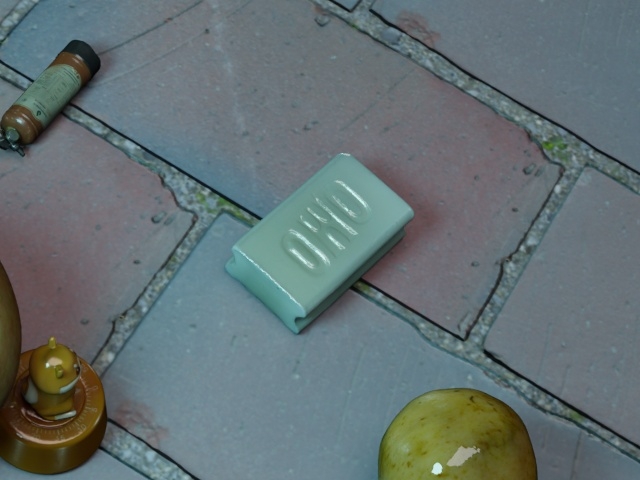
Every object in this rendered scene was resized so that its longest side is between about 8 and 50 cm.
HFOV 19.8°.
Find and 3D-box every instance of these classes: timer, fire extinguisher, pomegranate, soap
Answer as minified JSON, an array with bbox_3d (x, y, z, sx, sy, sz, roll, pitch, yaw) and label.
[{"bbox_3d":[-0.276,0.151,1.876,0.132,0.152,0.132,7,59,-11],"label":"timer"},{"bbox_3d":[-0.325,-0.161,2.110,0.062,0.050,0.177,47,56,-16],"label":"fire extinguisher"},{"bbox_3d":[0.132,0.248,1.912,0.196,0.196,0.196,6,59,-11],"label":"pomegranate"},{"bbox_3d":[0.000,0.000,2.090,0.119,0.066,0.198,42,59,10],"label":"soap"}]

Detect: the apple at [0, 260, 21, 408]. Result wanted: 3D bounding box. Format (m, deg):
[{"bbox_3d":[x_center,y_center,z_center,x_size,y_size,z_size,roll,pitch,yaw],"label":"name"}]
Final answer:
[{"bbox_3d":[-0.455,0.070,1.789,0.319,0.319,0.277,0,63,-14],"label":"apple"}]
